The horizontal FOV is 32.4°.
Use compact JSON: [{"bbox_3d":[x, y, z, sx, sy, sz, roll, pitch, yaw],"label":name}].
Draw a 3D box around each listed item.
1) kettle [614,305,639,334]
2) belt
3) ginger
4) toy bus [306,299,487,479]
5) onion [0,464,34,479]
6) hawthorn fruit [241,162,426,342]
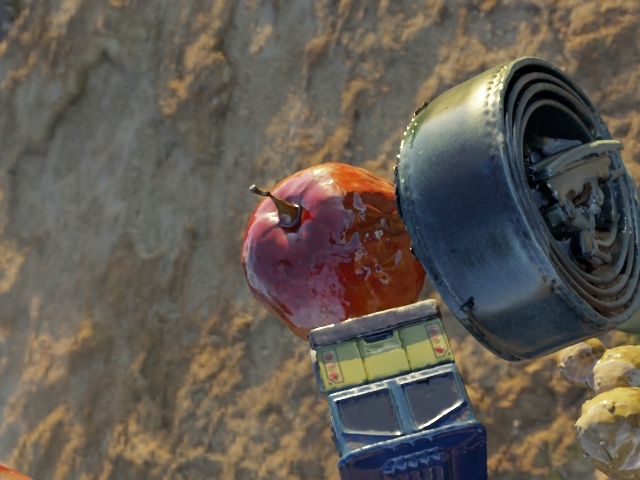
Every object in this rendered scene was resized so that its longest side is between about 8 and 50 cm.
[{"bbox_3d":[0.370,0.044,1.564,0.205,0.318,0.265,39,107,38],"label":"kettle"},{"bbox_3d":[0.163,-0.031,0.818,0.116,0.267,0.206,-24,99,33],"label":"belt"},{"bbox_3d":[0.524,0.281,1.874,0.304,0.245,0.155,-97,20,-59],"label":"ginger"},{"bbox_3d":[0.082,0.210,1.114,0.287,0.138,0.175,78,176,-50],"label":"toy bus"},{"bbox_3d":[-0.489,0.462,1.572,0.195,0.272,0.272,84,173,-59],"label":"onion"},{"bbox_3d":[0.000,0.000,1.390,0.242,0.272,0.242,-30,40,29],"label":"hawthorn fruit"}]
